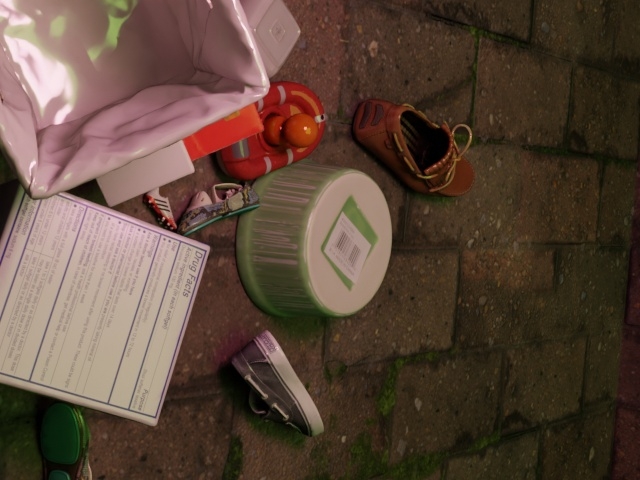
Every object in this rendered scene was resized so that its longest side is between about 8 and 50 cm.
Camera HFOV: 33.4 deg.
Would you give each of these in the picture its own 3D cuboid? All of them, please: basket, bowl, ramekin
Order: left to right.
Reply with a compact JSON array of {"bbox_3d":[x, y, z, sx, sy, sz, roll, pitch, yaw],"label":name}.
[{"bbox_3d":[-0.286,-0.277,1.330,0.331,0.266,0.328,-26,110,-10],"label":"basket"},{"bbox_3d":[-0.093,-0.364,1.860,0.142,0.053,0.142,-60,135,-25],"label":"bowl"},{"bbox_3d":[0.000,0.000,1.952,0.303,0.148,0.303,-11,104,-51],"label":"ramekin"}]

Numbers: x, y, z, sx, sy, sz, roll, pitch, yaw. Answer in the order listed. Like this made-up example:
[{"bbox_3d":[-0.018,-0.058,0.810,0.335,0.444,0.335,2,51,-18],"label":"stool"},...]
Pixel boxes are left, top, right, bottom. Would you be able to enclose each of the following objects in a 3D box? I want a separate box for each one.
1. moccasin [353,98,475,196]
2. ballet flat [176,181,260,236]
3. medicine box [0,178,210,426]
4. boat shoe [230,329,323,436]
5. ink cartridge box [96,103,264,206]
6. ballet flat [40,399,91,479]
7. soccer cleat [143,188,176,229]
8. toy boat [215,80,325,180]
[{"bbox_3d":[0.224,-0.189,2.208,0.380,0.147,0.139,38,66,-48],"label":"moccasin"},{"bbox_3d":[-0.182,-0.058,1.797,0.188,0.070,0.070,-24,114,-49],"label":"ballet flat"},{"bbox_3d":[-0.336,0.088,1.467,0.289,0.149,0.263,22,77,-28],"label":"medicine box"},{"bbox_3d":[-0.081,0.283,1.941,0.102,0.108,0.301,-33,140,-7],"label":"boat shoe"},{"bbox_3d":[-0.246,-0.234,1.533,0.261,0.066,0.296,-24,110,-6],"label":"ink cartridge box"},{"bbox_3d":[-0.375,0.329,1.601,0.079,0.077,0.221,-30,125,-66],"label":"ballet flat"},{"bbox_3d":[-0.253,-0.051,1.723,0.035,0.029,0.083,-55,129,-25],"label":"soccer cleat"},{"bbox_3d":[-0.067,-0.191,1.837,0.231,0.151,0.151,-27,116,-46],"label":"toy boat"}]
